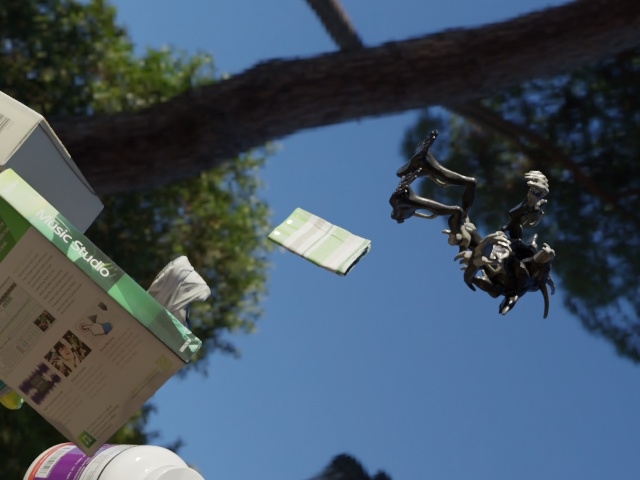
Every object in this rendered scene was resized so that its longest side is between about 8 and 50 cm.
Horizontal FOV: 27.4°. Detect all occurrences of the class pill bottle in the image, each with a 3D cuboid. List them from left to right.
[{"bbox_3d":[-0.312,0.404,2.013,0.323,0.181,0.182,-7,-86,47],"label":"pill bottle"}]

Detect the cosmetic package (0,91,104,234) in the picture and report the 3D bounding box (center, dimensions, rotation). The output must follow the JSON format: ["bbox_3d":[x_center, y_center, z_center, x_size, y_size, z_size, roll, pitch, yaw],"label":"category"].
[{"bbox_3d":[-0.506,-0.123,2.242,0.160,0.113,0.309,30,-16,22],"label":"cosmetic package"}]

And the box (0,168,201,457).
[{"bbox_3d":[-0.336,0.096,1.634,0.322,0.058,0.232,42,-58,-6],"label":"box"}]

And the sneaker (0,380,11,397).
[{"bbox_3d":[-0.620,0.232,2.223,0.302,0.108,0.121,-21,-77,29],"label":"sneaker"}]

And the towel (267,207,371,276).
[{"bbox_3d":[0.000,0.000,2.247,0.152,0.113,0.023,27,-53,16],"label":"towel"}]

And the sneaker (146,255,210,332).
[{"bbox_3d":[-0.287,0.142,2.304,0.115,0.232,0.090,45,8,-5],"label":"sneaker"}]

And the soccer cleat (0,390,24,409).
[{"bbox_3d":[-0.642,0.213,2.480,0.289,0.121,0.093,58,-33,33],"label":"soccer cleat"}]

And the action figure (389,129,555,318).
[{"bbox_3d":[0.223,-0.013,1.712,0.275,0.164,0.141,36,-37,-9],"label":"action figure"}]
